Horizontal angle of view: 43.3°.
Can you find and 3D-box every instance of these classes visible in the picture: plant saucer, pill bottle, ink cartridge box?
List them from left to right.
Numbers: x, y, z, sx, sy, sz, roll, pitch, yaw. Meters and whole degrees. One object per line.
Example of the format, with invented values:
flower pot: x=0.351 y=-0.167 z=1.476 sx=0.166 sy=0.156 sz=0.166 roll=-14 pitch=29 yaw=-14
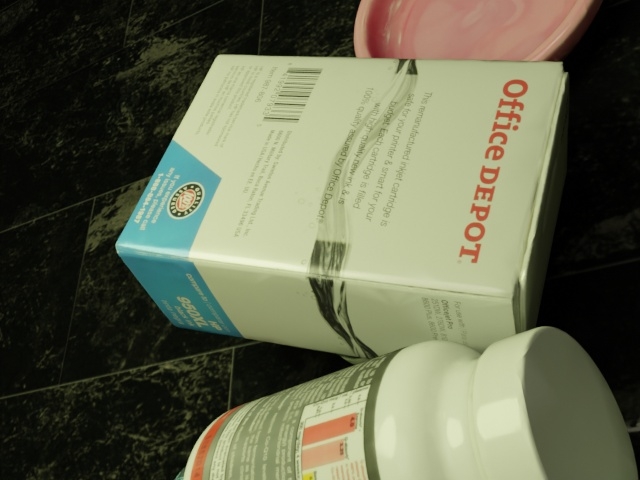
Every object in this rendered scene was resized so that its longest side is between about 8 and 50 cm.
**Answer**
ink cartridge box: x=0.039 y=-0.038 z=0.838 sx=0.394 sy=0.166 sz=0.286 roll=7 pitch=56 yaw=22
pill bottle: x=0.065 y=0.208 z=0.704 sx=0.362 sy=0.210 sz=0.210 roll=-27 pitch=51 yaw=36
plant saucer: x=0.202 y=-0.294 z=1.016 sx=0.332 sy=0.084 sz=0.332 roll=-18 pitch=55 yaw=27

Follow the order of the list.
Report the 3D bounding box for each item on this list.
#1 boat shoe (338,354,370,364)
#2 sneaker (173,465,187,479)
boat shoe: x=0.000 y=0.000 z=0.984 sx=0.116 sy=0.099 sz=0.320 roll=-34 pitch=50 yaw=16
sneaker: x=-0.104 y=0.333 z=0.870 sx=0.261 sy=0.104 sz=0.125 roll=25 pitch=79 yaw=42
